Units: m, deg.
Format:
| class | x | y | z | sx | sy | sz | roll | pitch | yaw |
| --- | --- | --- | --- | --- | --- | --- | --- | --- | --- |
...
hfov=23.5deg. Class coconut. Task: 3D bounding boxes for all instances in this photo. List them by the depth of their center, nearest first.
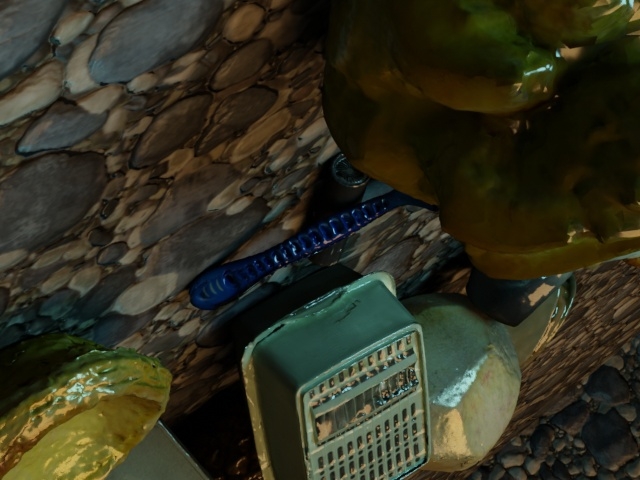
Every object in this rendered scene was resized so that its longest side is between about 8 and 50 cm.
| class | x | y | z | sx | sy | sz | roll | pitch | yaw |
| --- | --- | --- | --- | --- | --- | --- | --- | --- | --- |
| coconut | 0.162 | 0.203 | 2.199 | 0.259 | 0.259 | 0.259 | -33 | 162 | -12 |

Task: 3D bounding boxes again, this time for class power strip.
| class | x | y | z | sx | sy | sz | roll | pitch | yaw |
| --- | --- | --- | --- | --- | --- | --- | --- | --- | --- |
| power strip | -0.223 | 0.335 | 1.935 | 0.198 | 0.213 | 0.064 | -36 | -164 | 8 |

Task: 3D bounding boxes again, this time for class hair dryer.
| class | x | y | z | sx | sy | sz | roll | pitch | yaw |
| --- | --- | --- | --- | --- | --- | --- | --- | --- | --- |
| hair dryer | 0.073 | -0.068 | 1.674 | 0.195 | 0.050 | 0.173 | -33 | 163 | -24 |

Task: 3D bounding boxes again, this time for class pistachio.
| class | x | y | z | sx | sy | sz | roll | pitch | yaw |
| --- | --- | --- | --- | --- | --- | --- | --- | --- | --- |
| pistachio | 0.313 | 0.125 | 2.452 | 0.226 | 0.136 | 0.136 | -47 | 160 | 20 |

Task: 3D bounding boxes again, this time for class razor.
| class | x | y | z | sx | sy | sz | roll | pitch | yaw |
| --- | --- | --- | --- | --- | --- | --- | --- | --- | --- |
| razor | 0.004 | -0.004 | 1.584 | 0.324 | 0.093 | 0.056 | -25 | -173 | 22 |

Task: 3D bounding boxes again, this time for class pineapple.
| class | x | y | z | sx | sy | sz | roll | pitch | yaw |
| --- | --- | --- | --- | --- | --- | --- | --- | --- | --- |
| pineapple | -0.059 | 0.264 | 2.065 | 0.362 | 0.202 | 0.202 | -51 | 163 | -5 |

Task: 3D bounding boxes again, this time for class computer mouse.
| class | x | y | z | sx | sy | sz | roll | pitch | yaw |
| --- | --- | --- | --- | --- | --- | --- | --- | --- | --- |
| computer mouse | 0.307 | 0.020 | 2.211 | 0.203 | 0.114 | 0.374 | -45 | 173 | 16 |

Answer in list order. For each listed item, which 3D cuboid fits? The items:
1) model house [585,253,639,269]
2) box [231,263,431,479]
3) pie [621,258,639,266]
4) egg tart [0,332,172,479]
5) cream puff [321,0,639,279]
| class | x | y | z | sx | sy | sz | roll | pitch | yaw |
| --- | --- | --- | --- | --- | --- | --- | --- | --- | --- |
| model house | 0.388 | -0.086 | 1.990 | 0.325 | 0.194 | 0.267 | -12 | 149 | -47 |
| box | 0.014 | 0.182 | 1.854 | 0.220 | 0.166 | 0.290 | -28 | 135 | -23 |
| pie | 0.624 | -0.066 | 2.645 | 0.315 | 0.092 | 0.315 | -29 | 157 | -14 |
| egg tart | -0.280 | 0.180 | 1.504 | 0.294 | 0.123 | 0.294 | -37 | 162 | -14 |
| cream puff | 0.199 | -0.123 | 1.217 | 0.378 | 0.275 | 0.378 | -5 | 125 | -8 |
